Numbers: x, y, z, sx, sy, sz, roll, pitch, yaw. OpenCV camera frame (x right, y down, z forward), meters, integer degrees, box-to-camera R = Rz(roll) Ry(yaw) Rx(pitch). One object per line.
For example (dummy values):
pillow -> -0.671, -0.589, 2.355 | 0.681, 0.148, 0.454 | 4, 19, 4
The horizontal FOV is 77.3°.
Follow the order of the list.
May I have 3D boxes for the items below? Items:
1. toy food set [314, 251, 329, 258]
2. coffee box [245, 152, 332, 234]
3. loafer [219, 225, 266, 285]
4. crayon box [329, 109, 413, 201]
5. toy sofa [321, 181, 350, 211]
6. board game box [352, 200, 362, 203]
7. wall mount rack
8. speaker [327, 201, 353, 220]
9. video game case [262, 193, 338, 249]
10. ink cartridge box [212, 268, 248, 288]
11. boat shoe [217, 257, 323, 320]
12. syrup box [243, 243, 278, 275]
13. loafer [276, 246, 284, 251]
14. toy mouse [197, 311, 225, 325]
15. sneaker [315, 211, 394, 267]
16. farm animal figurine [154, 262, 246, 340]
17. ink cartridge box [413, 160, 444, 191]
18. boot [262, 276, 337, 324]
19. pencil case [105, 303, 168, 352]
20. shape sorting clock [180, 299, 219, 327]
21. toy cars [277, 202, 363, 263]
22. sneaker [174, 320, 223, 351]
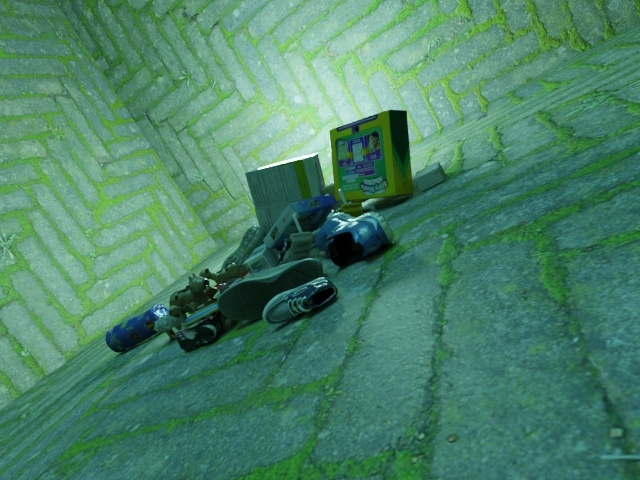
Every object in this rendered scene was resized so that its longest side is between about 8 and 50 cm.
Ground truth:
toy food set -> 0.039, 0.037, 1.355 | 0.122, 0.019, 0.078 | -22, 12, 4
coffee box -> -0.146, -0.233, 2.028 | 0.335, 0.338, 0.337 | -12, 13, 8
loafer -> -0.357, 0.079, 1.874 | 0.319, 0.112, 0.111 | -53, -25, 3
crayon box -> 0.194, -0.324, 1.612 | 0.106, 0.312, 0.363 | -11, 7, -35
toy sofa -> 0.187, -0.276, 1.882 | 0.363, 0.177, 0.150 | -29, 24, 15
board game box -> 0.188, -0.212, 2.047 | 0.260, 0.039, 0.124 | -25, 13, 17
wall mount rack -> 0.050, -0.079, 1.594 | 0.350, 0.130, 0.304 | -27, -19, 13
speaker -> 0.094, -0.124, 1.837 | 0.136, 0.055, 0.055 | -28, 11, 12
video game case -> -0.083, -0.080, 1.710 | 0.270, 0.061, 0.244 | -19, -24, -48
ink cartridge box -> -0.445, 0.156, 2.027 | 0.275, 0.060, 0.239 | -24, 11, 33
boat shoe -> -0.140, 0.135, 1.155 | 0.321, 0.118, 0.103 | -26, 5, 5
syrup box -> -0.244, 0.083, 1.708 | 0.093, 0.096, 0.237 | -31, 9, 8
loafer -> -0.203, 0.016, 1.941 | 0.220, 0.078, 0.080 | -23, 13, 36
toy mouse -> -0.367, 0.276, 1.331 | 0.161, 0.031, 0.143 | -24, 12, 33
sneaker -> 0.060, -0.002, 1.179 | 0.147, 0.129, 0.330 | -33, 11, -25
farm animal figurine -> -0.466, 0.201, 1.565 | 0.327, 0.172, 0.330 | -28, 11, 15
ink cartridge box -> 0.409, -0.240, 1.496 | 0.099, 0.056, 0.135 | -26, 11, 25
boot -> -0.051, 0.147, 0.951 | 0.190, 0.069, 0.086 | -30, 8, -7
pencil case -> -0.808, 0.386, 1.789 | 0.306, 0.119, 0.133 | -28, 35, 14
shape sorting clock -> -0.341, 0.224, 1.259 | 0.206, 0.040, 0.206 | -26, 4, 2
toy cars -> 0.000, 0.000, 1.427 | 0.394, 0.087, 0.176 | -29, -24, 18
sneaker -> -0.365, 0.288, 1.224 | 0.178, 0.071, 0.077 | -15, 6, 31
